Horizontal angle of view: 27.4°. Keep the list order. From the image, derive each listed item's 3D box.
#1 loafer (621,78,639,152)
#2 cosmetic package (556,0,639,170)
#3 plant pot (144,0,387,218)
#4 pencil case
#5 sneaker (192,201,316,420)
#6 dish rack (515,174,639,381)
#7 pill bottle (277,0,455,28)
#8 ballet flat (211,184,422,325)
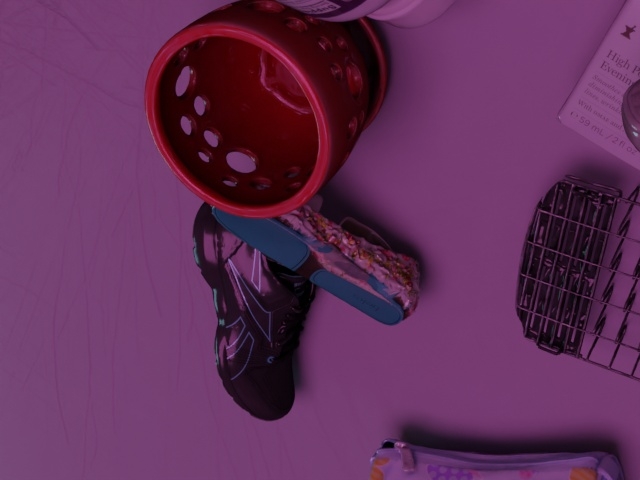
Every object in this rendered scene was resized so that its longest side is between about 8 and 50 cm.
[{"bbox_3d":[0.391,-0.095,1.015,0.319,0.112,0.111,-5,138,0],"label":"loafer"},{"bbox_3d":[0.305,-0.175,1.087,0.117,0.085,0.231,31,128,8],"label":"cosmetic package"},{"bbox_3d":[-0.043,-0.139,1.229,0.191,0.174,0.191,12,121,20],"label":"plant pot"},{"bbox_3d":[0.183,0.273,1.385,0.273,0.113,0.124,0,97,28],"label":"pencil case"},{"bbox_3d":[-0.059,0.079,1.408,0.106,0.101,0.267,-1,117,25],"label":"sneaker"},{"bbox_3d":[0.320,0.047,1.215,0.271,0.074,0.208,19,123,19],"label":"dish rack"},{"bbox_3d":[-0.015,-0.275,1.058,0.169,0.301,0.169,-16,67,44],"label":"pill bottle"},{"bbox_3d":[0.000,0.000,1.319,0.241,0.077,0.091,33,147,-16],"label":"ballet flat"}]
